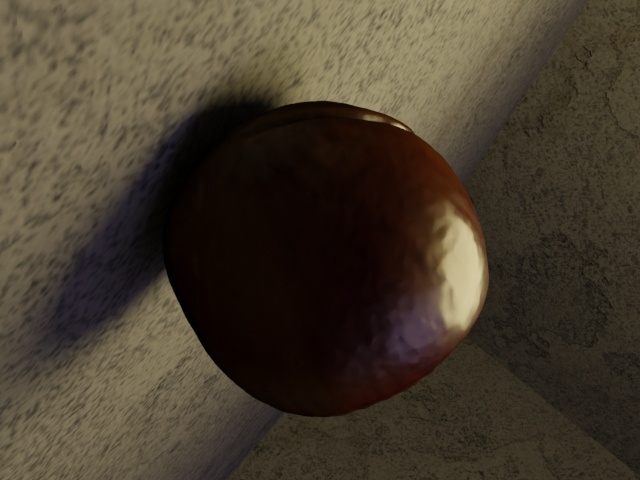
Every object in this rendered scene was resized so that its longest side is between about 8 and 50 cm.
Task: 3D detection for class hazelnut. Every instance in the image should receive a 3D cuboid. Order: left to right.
[{"bbox_3d":[0.000,0.000,0.554,0.208,0.208,0.208,-49,171,-10],"label":"hazelnut"}]
